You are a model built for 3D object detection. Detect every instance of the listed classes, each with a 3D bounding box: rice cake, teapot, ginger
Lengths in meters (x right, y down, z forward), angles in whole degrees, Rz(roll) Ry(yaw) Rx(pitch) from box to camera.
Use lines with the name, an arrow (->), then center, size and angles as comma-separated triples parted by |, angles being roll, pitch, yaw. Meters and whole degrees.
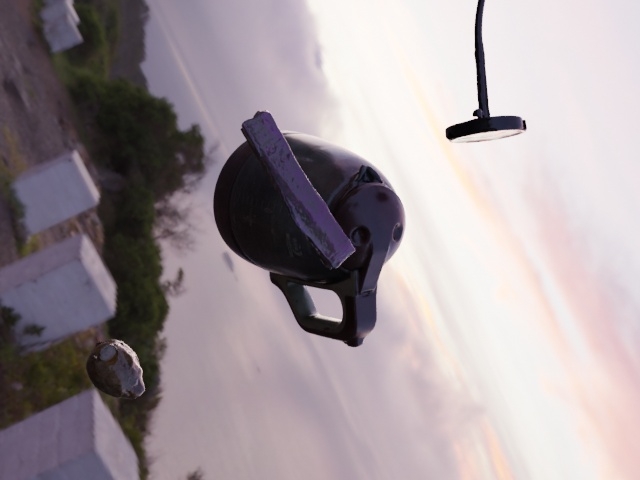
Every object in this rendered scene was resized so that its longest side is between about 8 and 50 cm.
rice cake -> -0.028, -0.060, 1.032 | 0.207, 0.047, 0.036 | 59, -6, -1
teapot -> 0.000, 0.000, 1.363 | 0.312, 0.233, 0.315 | 22, -65, 54
ginger -> -0.329, 0.207, 1.393 | 0.104, 0.080, 0.204 | 49, -14, -6

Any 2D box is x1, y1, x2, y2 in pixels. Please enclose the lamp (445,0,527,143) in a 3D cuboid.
lamp -> 0.240, -0.302, 1.273 | 0.108, 0.130, 0.371 | 48, 39, -62
